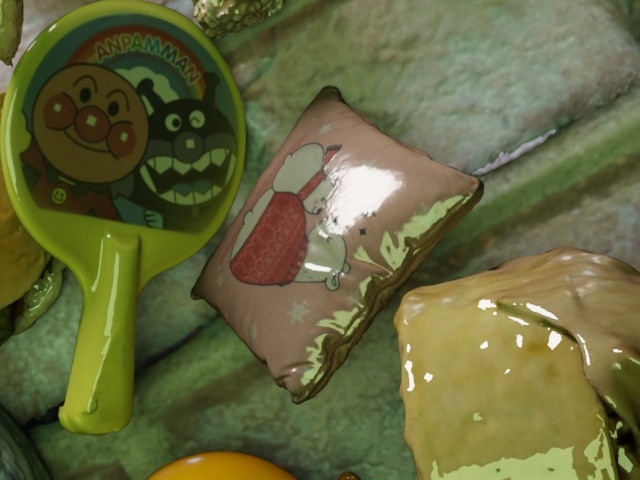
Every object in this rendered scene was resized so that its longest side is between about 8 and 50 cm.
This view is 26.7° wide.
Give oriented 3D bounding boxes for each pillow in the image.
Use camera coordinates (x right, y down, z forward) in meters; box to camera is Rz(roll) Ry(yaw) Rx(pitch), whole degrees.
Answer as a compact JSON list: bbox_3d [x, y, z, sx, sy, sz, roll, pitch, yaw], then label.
[{"bbox_3d":[0.000,0.000,1.115,0.084,0.223,0.236,35,95,-41],"label":"pillow"}]

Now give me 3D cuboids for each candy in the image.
[{"bbox_3d":[-0.076,-0.232,1.145,0.085,0.095,0.110,-7,105,43],"label":"candy"}]

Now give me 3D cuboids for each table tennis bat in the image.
[{"bbox_3d":[-0.168,-0.019,1.125,0.224,0.054,0.368,9,87,-35],"label":"table tennis bat"}]

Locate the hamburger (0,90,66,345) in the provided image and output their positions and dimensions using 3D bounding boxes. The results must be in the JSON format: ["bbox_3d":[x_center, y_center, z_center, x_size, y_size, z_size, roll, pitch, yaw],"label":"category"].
[{"bbox_3d":[-0.329,0.001,1.153,0.330,0.162,0.209,-22,89,2],"label":"hamburger"}]

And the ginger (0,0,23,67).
[{"bbox_3d":[-0.268,-0.296,1.120,0.148,0.081,0.333,-34,48,35],"label":"ginger"}]

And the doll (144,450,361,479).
[{"bbox_3d":[-0.051,0.262,1.133,0.236,0.213,0.213,-31,90,-20],"label":"doll"}]

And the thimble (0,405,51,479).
[{"bbox_3d":[-0.364,0.213,1.167,0.250,0.172,0.204,15,90,2],"label":"thimble"}]

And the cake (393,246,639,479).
[{"bbox_3d":[0.240,0.150,1.021,0.321,0.332,0.332,-15,91,10],"label":"cake"}]
